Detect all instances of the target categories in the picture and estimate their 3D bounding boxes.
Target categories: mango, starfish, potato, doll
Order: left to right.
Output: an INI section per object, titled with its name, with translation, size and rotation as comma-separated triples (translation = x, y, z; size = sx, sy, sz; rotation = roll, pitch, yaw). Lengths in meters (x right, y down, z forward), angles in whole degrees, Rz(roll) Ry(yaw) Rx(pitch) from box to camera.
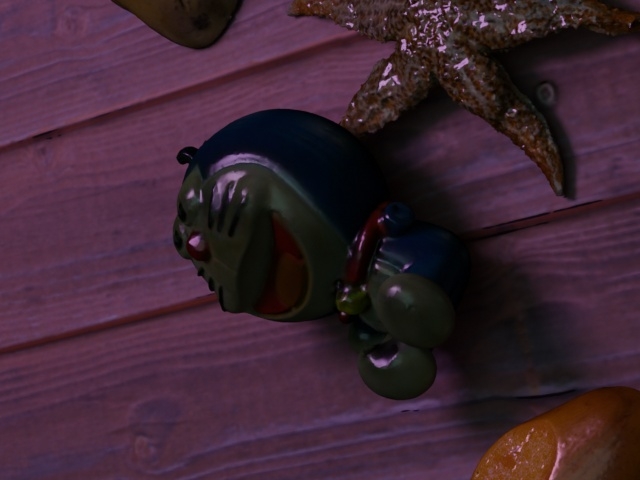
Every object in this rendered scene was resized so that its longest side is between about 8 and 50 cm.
[potato]
translation = -0.199, -0.315, 1.871
size = 0.271, 0.111, 0.160
rotation = 41, 111, 28
[doll]
translation = 0.000, -0.001, 1.690
size = 0.322, 0.186, 0.198
rotation = 34, 138, 12
[starfish]
translation = 0.116, -0.174, 1.688
size = 0.347, 0.078, 0.358
rotation = 48, 112, 22
[mango]
translation = 0.216, 0.211, 1.591
size = 0.217, 0.102, 0.141
rotation = -50, 41, 18
